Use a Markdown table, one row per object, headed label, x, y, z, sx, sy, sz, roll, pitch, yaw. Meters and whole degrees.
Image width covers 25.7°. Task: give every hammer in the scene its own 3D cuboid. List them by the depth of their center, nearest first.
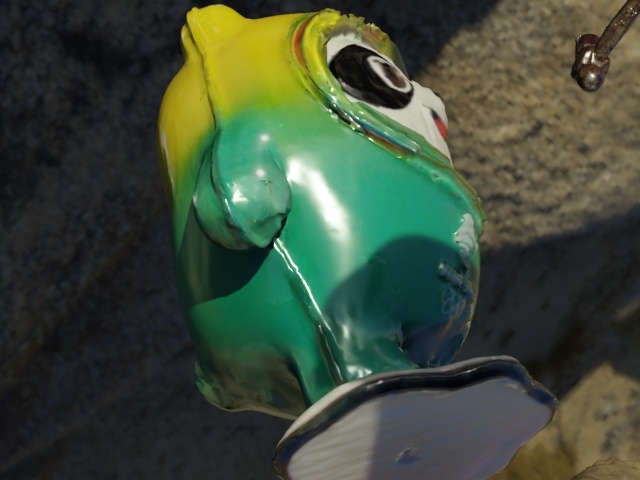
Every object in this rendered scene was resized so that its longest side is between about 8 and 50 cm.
| label | x | y | z | sx | sy | sz | roll | pitch | yaw |
| --- | --- | --- | --- | --- | --- | --- | --- | --- | --- |
| hammer | 0.212 | -0.171 | 0.874 | 0.178 | 0.021 | 0.065 | -57 | -170 | 26 |

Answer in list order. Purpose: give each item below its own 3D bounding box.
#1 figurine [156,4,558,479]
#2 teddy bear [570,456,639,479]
| label | x | y | z | sx | sy | sz | roll | pitch | yaw |
| --- | --- | --- | --- | --- | --- | --- | --- | --- | --- |
| figurine | 0.000 | 0.000 | 0.939 | 0.231 | 0.340 | 0.323 | -30 | 145 | 13 |
| teddy bear | 0.192 | 0.202 | 0.737 | 0.140 | 0.190 | 0.177 | -30 | 152 | -28 |
